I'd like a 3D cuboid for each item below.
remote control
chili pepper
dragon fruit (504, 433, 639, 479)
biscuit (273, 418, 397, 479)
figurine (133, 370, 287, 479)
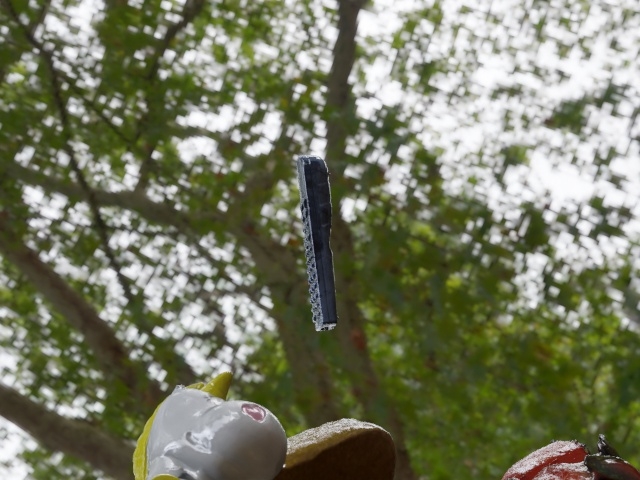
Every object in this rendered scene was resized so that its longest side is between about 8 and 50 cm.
[{"bbox_3d":[-0.002,0.000,1.061,0.043,0.027,0.153,139,128,-71],"label":"remote control"},{"bbox_3d":[0.304,0.334,1.739,0.169,0.088,0.065,-13,-89,-41],"label":"chili pepper"},{"bbox_3d":[0.241,0.290,1.078,0.274,0.192,0.193,3,-60,-24],"label":"dragon fruit"},{"bbox_3d":[-0.031,0.288,1.118,0.343,0.057,0.287,34,-102,-39],"label":"biscuit"},{"bbox_3d":[-0.093,0.162,0.879,0.109,0.129,0.178,46,-130,-32],"label":"figurine"}]
